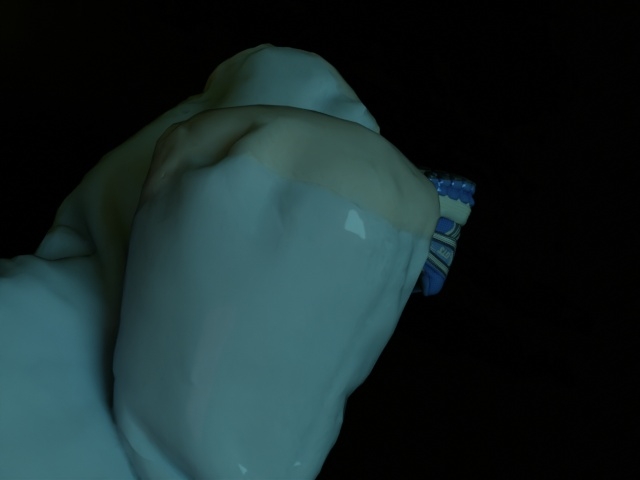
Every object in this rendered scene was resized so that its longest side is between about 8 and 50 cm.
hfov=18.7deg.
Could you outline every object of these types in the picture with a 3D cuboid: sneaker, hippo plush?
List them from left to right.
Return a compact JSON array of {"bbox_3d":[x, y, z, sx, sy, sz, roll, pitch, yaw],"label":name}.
[{"bbox_3d":[-0.130,0.049,0.547,0.236,0.234,0.294,22,81,-11],"label":"hippo plush"},{"bbox_3d":[0.000,0.000,0.703,0.135,0.052,0.058,3,99,-35],"label":"sneaker"}]
